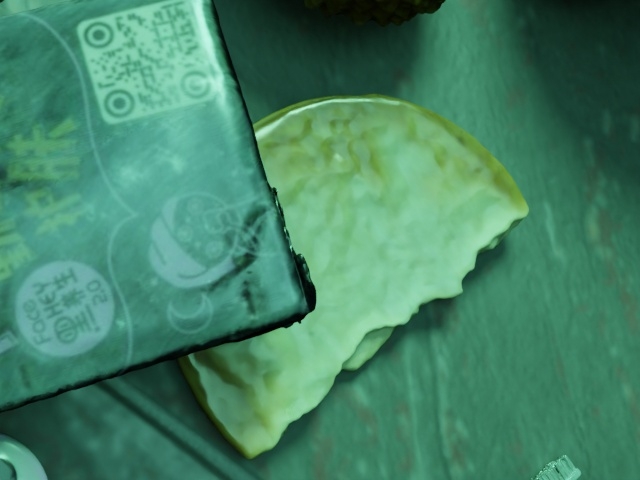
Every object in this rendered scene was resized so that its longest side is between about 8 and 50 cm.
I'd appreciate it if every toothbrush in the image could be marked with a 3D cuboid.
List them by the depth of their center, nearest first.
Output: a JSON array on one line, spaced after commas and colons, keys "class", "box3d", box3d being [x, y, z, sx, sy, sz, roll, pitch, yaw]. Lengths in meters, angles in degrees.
[{"class": "toothbrush", "box3d": [0.106, 0.250, 0.922, 0.257, 0.018, 0.024, -36, 90, -19]}]

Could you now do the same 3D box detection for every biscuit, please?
[{"class": "biscuit", "box3d": [0.000, 0.000, 0.917, 0.309, 0.040, 0.205, -40, 95, -18]}]

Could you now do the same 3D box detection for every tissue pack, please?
[{"class": "tissue pack", "box3d": [-0.210, -0.017, 0.794, 0.361, 0.122, 0.259, -18, 84, -9]}]

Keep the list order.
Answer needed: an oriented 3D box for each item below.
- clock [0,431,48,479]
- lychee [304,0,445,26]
[{"class": "clock", "box3d": [-0.249, 0.269, 0.772, 0.227, 0.090, 0.248, -26, 91, -19]}, {"class": "lychee", "box3d": [0.022, -0.270, 0.894, 0.238, 0.200, 0.200, 35, 73, -16]}]
